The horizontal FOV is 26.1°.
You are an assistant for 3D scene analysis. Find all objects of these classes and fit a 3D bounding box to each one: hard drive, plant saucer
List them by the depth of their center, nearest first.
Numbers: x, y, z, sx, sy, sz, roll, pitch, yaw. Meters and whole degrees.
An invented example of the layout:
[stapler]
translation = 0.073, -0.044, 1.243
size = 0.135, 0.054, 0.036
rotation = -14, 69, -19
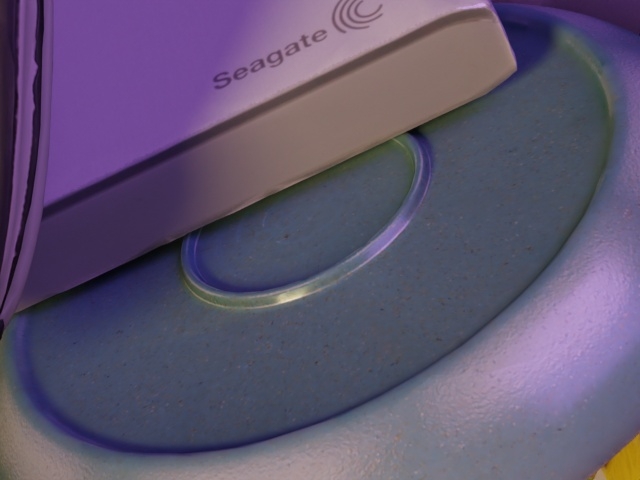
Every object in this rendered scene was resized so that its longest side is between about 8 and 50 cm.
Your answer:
[plant saucer]
translation = 0.000, 0.000, 0.526
size = 0.043, 0.318, 0.317
rotation = 61, 33, -33
[hard drive]
translation = -0.077, -0.148, 0.627
size = 0.047, 0.233, 0.353
rotation = 57, 11, -47

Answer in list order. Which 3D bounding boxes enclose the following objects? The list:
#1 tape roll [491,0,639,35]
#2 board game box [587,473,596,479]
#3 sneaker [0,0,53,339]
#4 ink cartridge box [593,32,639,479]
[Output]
[tape roll]
translation = 0.164, -0.235, 0.818
size = 0.100, 0.286, 0.286
rotation = 14, 49, -21
[board game box]
translation = 0.019, 0.016, 0.629
size = 0.124, 0.039, 0.259
rotation = 10, 21, -25
[sneaker]
translation = -0.137, -0.164, 0.534
size = 0.257, 0.169, 0.447
rotation = 7, 73, -70
[ink cartridge box]
translation = 0.203, 0.045, 0.620
size = 0.198, 0.270, 0.197
rotation = 7, 50, -27
